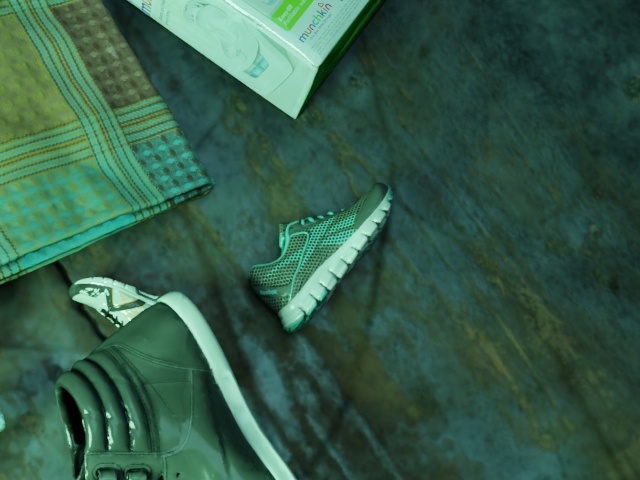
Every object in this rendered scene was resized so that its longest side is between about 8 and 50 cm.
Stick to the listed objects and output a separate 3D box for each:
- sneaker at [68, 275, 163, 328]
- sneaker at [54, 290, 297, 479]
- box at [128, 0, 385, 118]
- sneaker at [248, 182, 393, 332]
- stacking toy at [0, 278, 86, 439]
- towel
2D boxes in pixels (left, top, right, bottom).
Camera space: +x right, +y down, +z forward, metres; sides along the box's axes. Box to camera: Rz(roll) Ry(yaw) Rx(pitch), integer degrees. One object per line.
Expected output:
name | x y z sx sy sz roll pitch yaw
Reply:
sneaker | -0.164 0.062 1.060 0.109 0.040 0.043 17 71 -6
sneaker | -0.107 0.199 0.980 0.147 0.104 0.295 -27 82 -26
box | -0.035 -0.293 1.160 0.231 0.127 0.262 34 69 1
sneaker | 0.000 0.000 1.106 0.076 0.065 0.166 38 67 6
stacking toy | -0.284 0.098 0.990 0.167 0.052 0.221 -20 77 -37
towel | -0.295 -0.093 1.026 0.370 0.040 0.271 -25 79 -37
